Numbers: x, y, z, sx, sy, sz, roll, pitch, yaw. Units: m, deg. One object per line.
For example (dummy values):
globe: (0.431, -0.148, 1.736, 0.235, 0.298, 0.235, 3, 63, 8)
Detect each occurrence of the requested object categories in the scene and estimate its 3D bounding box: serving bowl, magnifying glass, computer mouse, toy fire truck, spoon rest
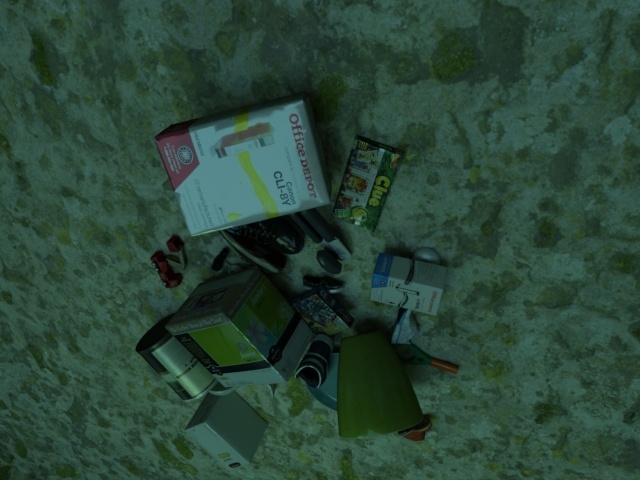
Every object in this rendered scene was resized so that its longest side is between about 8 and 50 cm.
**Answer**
serving bowl: (0.307, 0.061, 1.541, 0.083, 0.027, 0.083, 10, 126, 14)
magnifying glass: (0.343, 0.393, 1.757, 0.231, 0.026, 0.092, 19, 127, 10)
computer mouse: (-0.279, 0.117, 1.783, 0.193, 0.042, 0.106, 40, 126, -9)
toy fire truck: (-0.515, 0.079, 1.841, 0.135, 0.047, 0.192, -7, 120, 22)
spoon rest: (-0.314, 0.552, 2.052, 0.277, 0.137, 0.084, 5, 111, -1)

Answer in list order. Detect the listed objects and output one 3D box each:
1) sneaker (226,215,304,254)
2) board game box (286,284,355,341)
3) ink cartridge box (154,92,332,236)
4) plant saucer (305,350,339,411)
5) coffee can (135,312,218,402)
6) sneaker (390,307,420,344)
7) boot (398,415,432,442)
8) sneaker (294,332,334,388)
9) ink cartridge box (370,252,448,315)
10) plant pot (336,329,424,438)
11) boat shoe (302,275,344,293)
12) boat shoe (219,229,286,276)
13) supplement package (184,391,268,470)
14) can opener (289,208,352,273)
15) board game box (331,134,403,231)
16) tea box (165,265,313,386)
sneaker: (-0.210, -0.044, 1.589, 0.341, 0.139, 0.125, 31, 127, -3)
board game box: (-0.024, 0.249, 1.747, 0.165, 0.042, 0.243, 46, 138, -14)
ink cartridge box: (-0.186, -0.199, 1.374, 0.385, 0.160, 0.279, -13, 111, 6)
plant saucer: (0.097, 0.511, 1.913, 0.318, 0.043, 0.317, 10, 125, 14)
coffee can: (-0.525, 0.441, 1.991, 0.202, 0.201, 0.275, -23, 112, 31)
sneaker: (0.278, 0.262, 1.670, 0.083, 0.071, 0.190, 12, 134, 5)
boot: (0.364, 0.692, 1.932, 0.085, 0.059, 0.158, 38, 135, -11)
sneaker: (-0.029, 0.452, 1.785, 0.099, 0.153, 0.282, 19, 134, 8)
ink cartridge box: (0.257, 0.129, 1.548, 0.203, 0.085, 0.148, 13, 143, 12)
plant pot: (0.162, 0.445, 1.691, 0.275, 0.275, 0.293, -17, 80, 29)
boat shoe: (0.007, 0.138, 1.691, 0.142, 0.049, 0.040, 2, 123, 21)
boat shoe: (-0.236, 0.029, 1.679, 0.257, 0.095, 0.095, 41, 132, -10)
supplement package: (-0.377, 0.760, 2.151, 0.145, 0.204, 0.262, -33, 107, 33)
can opener: (0.000, 0.000, 1.531, 0.076, 0.095, 0.283, -8, 144, 31)
board game box: (0.125, -0.152, 1.465, 0.136, 0.030, 0.259, 19, 127, 4)
tea box: (-0.266, 0.294, 1.744, 0.329, 0.220, 0.323, -17, 120, 41)
